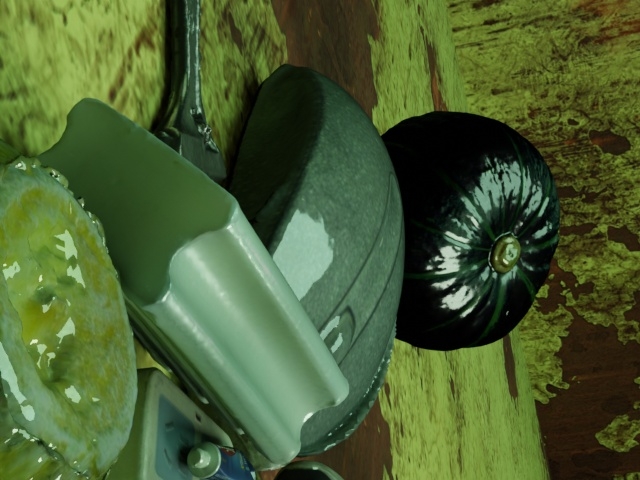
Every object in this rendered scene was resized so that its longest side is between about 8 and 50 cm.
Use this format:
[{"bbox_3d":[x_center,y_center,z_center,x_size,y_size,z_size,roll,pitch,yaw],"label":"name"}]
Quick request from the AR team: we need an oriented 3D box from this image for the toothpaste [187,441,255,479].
[{"bbox_3d":[-0.052,0.119,0.657,0.027,0.019,0.083,58,6,22],"label":"toothpaste"}]

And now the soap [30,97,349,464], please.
[{"bbox_3d":[-0.066,0.027,0.630,0.119,0.066,0.198,37,-14,32],"label":"soap"}]

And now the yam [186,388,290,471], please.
[{"bbox_3d":[-0.053,0.069,0.771,0.070,0.069,0.147,3,79,-76],"label":"yam"}]

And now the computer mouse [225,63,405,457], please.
[{"bbox_3d":[0.003,-0.002,0.959,0.374,0.114,0.203,-84,161,-46],"label":"computer mouse"}]

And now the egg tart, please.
[{"bbox_3d":[-0.129,0.031,0.466,0.197,0.078,0.197,-13,90,-78],"label":"egg tart"}]

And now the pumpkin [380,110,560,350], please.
[{"bbox_3d":[0.110,-0.019,1.274,0.248,0.248,0.248,-9,90,-77],"label":"pumpkin"}]

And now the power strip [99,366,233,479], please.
[{"bbox_3d":[-0.084,0.195,0.608,0.118,0.046,0.270,62,23,-54],"label":"power strip"}]

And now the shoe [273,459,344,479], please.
[{"bbox_3d":[-0.013,0.235,0.835,0.099,0.071,0.169,25,60,-71],"label":"shoe"}]

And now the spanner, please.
[{"bbox_3d":[-0.094,-0.147,0.854,0.093,0.026,0.326,55,27,-60],"label":"spanner"}]
